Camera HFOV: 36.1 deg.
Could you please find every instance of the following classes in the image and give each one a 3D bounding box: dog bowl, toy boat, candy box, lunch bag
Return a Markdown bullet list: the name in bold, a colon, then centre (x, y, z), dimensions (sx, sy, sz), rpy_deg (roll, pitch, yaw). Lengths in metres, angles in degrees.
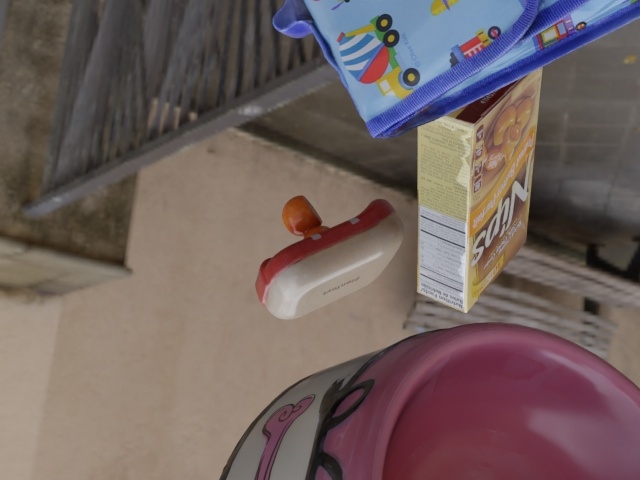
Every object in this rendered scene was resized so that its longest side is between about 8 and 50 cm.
- **dog bowl**: centre (0.132, 0.237, 0.677), dimensions (0.408, 0.408, 0.150), rpy_deg (13, 141, -29)
- **toy boat**: centre (0.000, 0.000, 1.391), dimensions (0.231, 0.151, 0.151), rpy_deg (-24, 159, -22)
- **candy box**: centre (0.210, -0.080, 1.320), dimensions (0.088, 0.183, 0.316), rpy_deg (23, 138, 29)
- **lunch bag**: centre (0.096, -0.215, 0.633), dimensions (0.293, 0.221, 0.138), rpy_deg (-29, 169, 15)
